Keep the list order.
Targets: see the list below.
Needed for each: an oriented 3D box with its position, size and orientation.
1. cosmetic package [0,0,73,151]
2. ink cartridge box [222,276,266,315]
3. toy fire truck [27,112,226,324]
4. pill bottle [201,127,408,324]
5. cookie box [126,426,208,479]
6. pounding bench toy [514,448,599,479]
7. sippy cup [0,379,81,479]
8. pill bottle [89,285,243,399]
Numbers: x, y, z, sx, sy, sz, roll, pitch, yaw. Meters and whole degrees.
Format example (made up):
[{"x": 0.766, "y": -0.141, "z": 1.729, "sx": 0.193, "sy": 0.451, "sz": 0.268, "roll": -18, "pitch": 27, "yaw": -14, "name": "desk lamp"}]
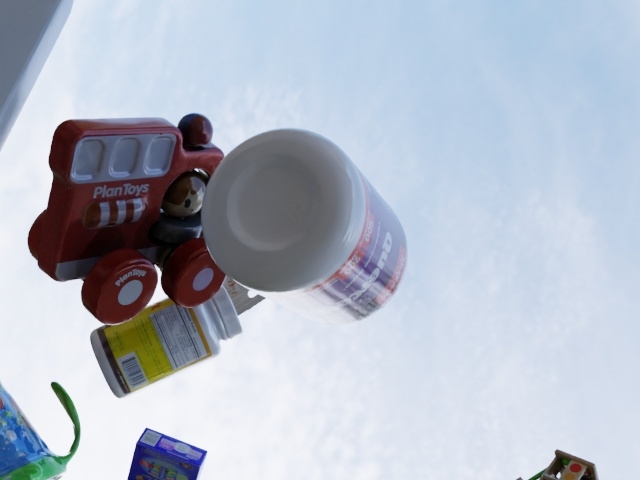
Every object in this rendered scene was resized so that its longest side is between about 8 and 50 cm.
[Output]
[{"x": -0.322, "y": -0.189, "z": 0.804, "sx": 0.107, "sy": 0.127, "sz": 0.238, "roll": 131, "pitch": -26, "yaw": -52, "name": "cosmetic package"}, {"x": -0.135, "y": 0.029, "z": 1.682, "sx": 0.181, "sy": 0.056, "sz": 0.225, "roll": -33, "pitch": -119, "yaw": 5, "name": "ink cartridge box"}, {"x": -0.233, "y": -0.047, "z": 1.151, "sx": 0.169, "sy": 0.302, "sz": 0.254, "roll": 36, "pitch": -60, "yaw": 31, "name": "toy fire truck"}, {"x": 0.000, "y": 0.000, "z": 1.031, "sx": 0.181, "sy": 0.323, "sz": 0.182, "roll": -5, "pitch": -105, "yaw": 18, "name": "pill bottle"}, {"x": -0.207, "y": 0.313, "z": 1.138, "sx": 0.040, "sy": 0.091, "sz": 0.107, "roll": -60, "pitch": 170, "yaw": -67, "name": "cookie box"}, {"x": 0.284, "y": 0.287, "z": 1.036, "sx": 0.083, "sy": 0.052, "sz": 0.065, "roll": 15, "pitch": -131, "yaw": 42, "name": "pounding bench toy"}, {"x": -0.562, "y": 0.332, "z": 1.384, "sx": 0.240, "sy": 0.305, "sz": 0.224, "roll": -35, "pitch": -100, "yaw": 25, "name": "sippy cup"}, {"x": -0.232, "y": 0.148, "z": 1.318, "sx": 0.215, "sy": 0.117, "sz": 0.117, "roll": -23, "pitch": -133, "yaw": -12, "name": "pill bottle"}]
